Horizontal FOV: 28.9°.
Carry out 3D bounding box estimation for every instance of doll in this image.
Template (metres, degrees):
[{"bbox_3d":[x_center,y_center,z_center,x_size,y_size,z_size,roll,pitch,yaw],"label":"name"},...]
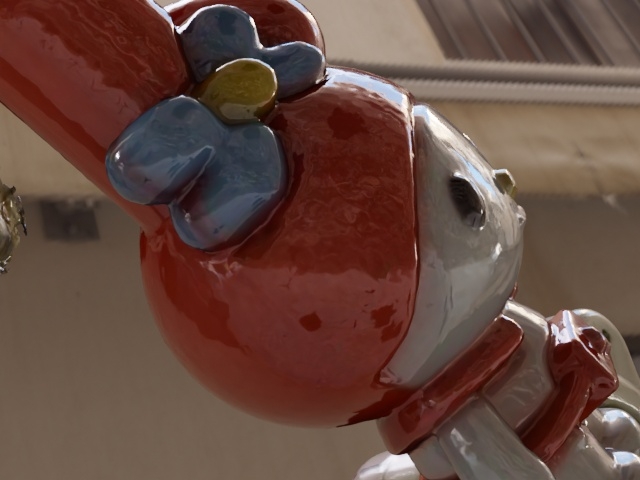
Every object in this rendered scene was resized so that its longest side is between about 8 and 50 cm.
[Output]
[{"bbox_3d":[0.000,0.000,0.447,0.290,0.161,0.130,44,-71,-7],"label":"doll"}]

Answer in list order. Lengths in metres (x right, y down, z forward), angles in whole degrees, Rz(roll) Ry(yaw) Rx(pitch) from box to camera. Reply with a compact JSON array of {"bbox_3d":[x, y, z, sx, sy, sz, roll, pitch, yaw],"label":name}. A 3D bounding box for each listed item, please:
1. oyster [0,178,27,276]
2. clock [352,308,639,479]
[{"bbox_3d":[-0.290,-0.023,0.906,0.094,0.166,0.294,-18,-19,3],"label":"oyster"},{"bbox_3d":[0.144,0.200,0.757,0.114,0.283,0.309,-21,-2,33],"label":"clock"}]
